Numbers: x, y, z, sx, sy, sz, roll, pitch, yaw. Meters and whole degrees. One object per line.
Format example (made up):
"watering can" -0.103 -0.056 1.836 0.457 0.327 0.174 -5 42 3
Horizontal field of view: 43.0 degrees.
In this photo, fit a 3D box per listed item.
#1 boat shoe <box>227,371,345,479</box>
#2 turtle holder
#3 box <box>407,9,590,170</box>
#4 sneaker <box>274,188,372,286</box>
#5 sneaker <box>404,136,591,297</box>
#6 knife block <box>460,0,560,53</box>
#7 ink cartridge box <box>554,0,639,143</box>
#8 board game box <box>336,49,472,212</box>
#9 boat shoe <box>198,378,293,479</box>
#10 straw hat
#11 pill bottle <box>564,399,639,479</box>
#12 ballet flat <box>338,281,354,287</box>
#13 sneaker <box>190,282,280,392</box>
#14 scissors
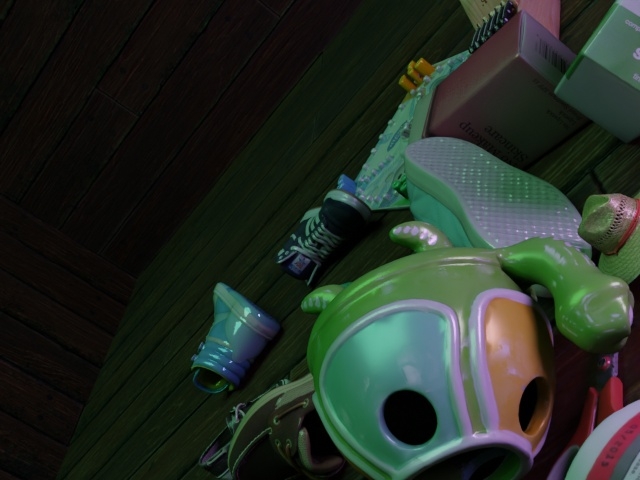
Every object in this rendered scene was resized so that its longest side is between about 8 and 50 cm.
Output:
"boat shoe" -0.015 0.269 1.132 0.342 0.123 0.123 -40 21 24
"turtle holder" 0.147 0.134 0.828 0.320 0.243 0.228 -15 45 4
"box" 0.259 -0.189 1.184 0.232 0.148 0.127 -40 23 41
"sneaker" 0.000 0.000 1.602 0.153 0.099 0.282 -56 10 -19
"sneaker" 0.223 -0.007 1.050 0.135 0.150 0.366 -16 33 -10
"knife block" 0.349 -0.337 1.365 0.275 0.242 0.088 -8 -21 -44
"ink cartridge box" 0.399 -0.265 0.899 0.278 0.117 0.201 -54 -8 3
"board game box" 0.189 -0.231 1.612 0.390 0.050 0.390 -59 17 -11
"boat shoe" -0.128 0.322 1.404 0.219 0.070 0.078 -53 18 8
"straw hat" 0.300 -0.018 0.840 0.145 0.061 0.144 -63 1 2
"pill bottle" 0.280 0.186 0.398 0.176 0.176 0.318 -59 18 -13
"ballet flat" 0.041 0.148 1.269 0.087 0.083 0.247 -30 29 25
"sneaker" -0.214 0.212 1.744 0.208 0.127 0.319 -56 16 -6
"scissors" 0.278 0.132 0.768 0.297 0.021 0.109 -62 10 -29
